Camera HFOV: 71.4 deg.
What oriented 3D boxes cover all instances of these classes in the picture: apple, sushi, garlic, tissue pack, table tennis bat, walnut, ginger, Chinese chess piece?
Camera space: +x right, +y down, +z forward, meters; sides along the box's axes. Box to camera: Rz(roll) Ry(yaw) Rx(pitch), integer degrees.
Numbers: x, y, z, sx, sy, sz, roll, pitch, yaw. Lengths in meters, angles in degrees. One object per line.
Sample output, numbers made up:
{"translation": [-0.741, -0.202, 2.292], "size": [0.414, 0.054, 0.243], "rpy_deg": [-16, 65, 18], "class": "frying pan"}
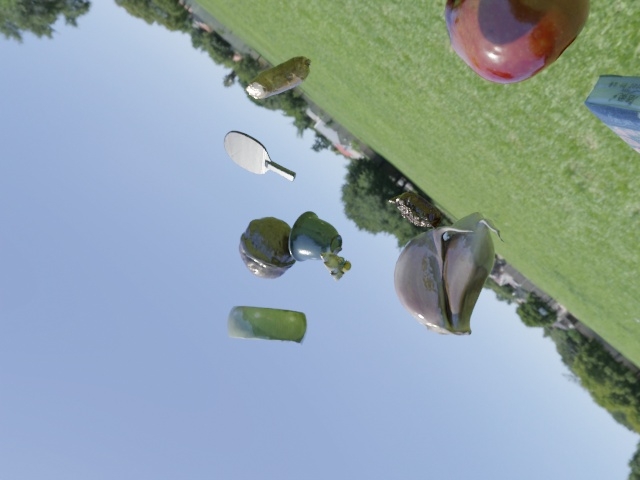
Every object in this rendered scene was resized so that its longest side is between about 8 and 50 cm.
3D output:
{"translation": [0.329, -0.396, 0.773], "size": [0.230, 0.230, 0.230], "rpy_deg": [39, -168, -10], "class": "apple"}
{"translation": [0.215, -0.068, 1.008], "size": [0.120, 0.055, 0.052], "rpy_deg": [39, 172, 1], "class": "sushi"}
{"translation": [0.319, 0.057, 1.160], "size": [0.231, 0.340, 0.246], "rpy_deg": [12, -145, 6], "class": "garlic"}
{"translation": [0.829, -0.279, 1.077], "size": [0.315, 0.103, 0.228], "rpy_deg": [23, -168, -27], "class": "tissue pack"}
{"translation": [-0.204, -0.270, 1.476], "size": [0.274, 0.154, 0.021], "rpy_deg": [28, -126, 7], "class": "table tennis bat"}
{"translation": [-0.204, 0.032, 1.785], "size": [0.248, 0.248, 0.248], "rpy_deg": [39, -168, -10], "class": "walnut"}
{"translation": [-0.111, -0.430, 1.182], "size": [0.095, 0.190, 0.069], "rpy_deg": [-143, 28, -84], "class": "ginger"}
{"translation": [-0.094, 0.152, 0.792], "size": [0.144, 0.059, 0.144], "rpy_deg": [4, 167, 1], "class": "Chinese chess piece"}

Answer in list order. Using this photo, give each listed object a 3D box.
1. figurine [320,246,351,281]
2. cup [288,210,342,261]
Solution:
{"translation": [0.037, 0.050, 0.946], "size": [0.083, 0.050, 0.047], "rpy_deg": [55, -167, -48], "class": "figurine"}
{"translation": [0.000, 0.000, 1.662], "size": [0.149, 0.199, 0.199], "rpy_deg": [15, 177, 32], "class": "cup"}
